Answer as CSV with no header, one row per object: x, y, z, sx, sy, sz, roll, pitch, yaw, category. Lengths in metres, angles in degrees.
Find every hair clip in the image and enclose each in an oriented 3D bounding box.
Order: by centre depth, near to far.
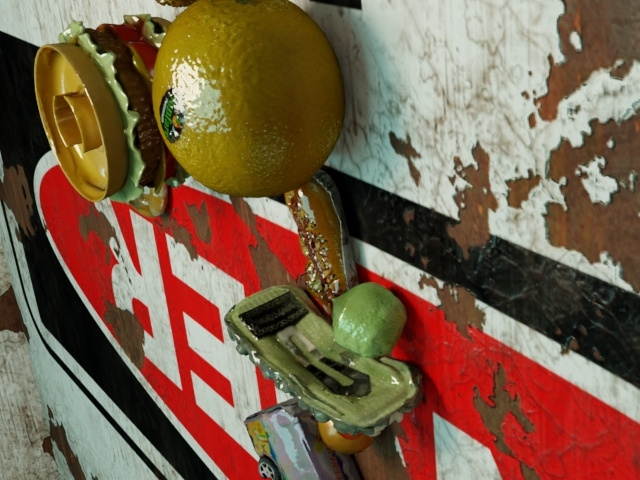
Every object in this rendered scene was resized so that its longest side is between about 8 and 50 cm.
0.000,0.165,1.277,0.321,0.138,0.091,33,145,50,hair clip

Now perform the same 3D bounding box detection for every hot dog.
0.000,0.000,1.249,0.108,0.059,0.191,8,116,64,hot dog

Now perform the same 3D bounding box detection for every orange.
-0.081,-0.162,1.121,0.236,0.236,0.236,39,139,45,orange
0.036,0.239,1.308,0.083,0.084,0.083,39,139,45,orange

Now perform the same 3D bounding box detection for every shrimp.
-0.346,-0.139,1.776,0.254,0.059,0.145,47,141,37,shrimp

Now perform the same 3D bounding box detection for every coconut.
0.054,0.092,1.179,0.096,0.088,0.087,33,138,20,coconut

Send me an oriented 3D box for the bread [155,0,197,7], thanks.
-0.178,-0.401,1.230,0.247,0.135,0.232,3,123,58,bread

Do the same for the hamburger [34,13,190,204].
-0.264,-0.195,1.427,0.274,0.212,0.274,39,141,41,hamburger

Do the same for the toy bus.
0.007,0.378,1.429,0.138,0.113,0.316,-31,80,51,toy bus
